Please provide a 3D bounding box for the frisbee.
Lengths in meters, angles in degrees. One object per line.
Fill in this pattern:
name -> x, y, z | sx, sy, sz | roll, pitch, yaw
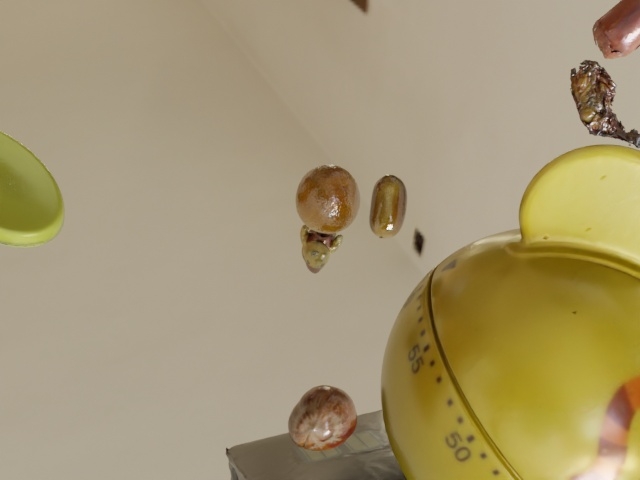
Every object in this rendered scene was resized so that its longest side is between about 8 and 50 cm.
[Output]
frisbee -> -0.456, -0.085, 1.239 | 0.236, 0.017, 0.236 | 36, -154, -21

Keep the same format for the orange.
orange -> 0.008, -0.047, 1.021 | 0.085, 0.085, 0.085 | 4, -142, -3

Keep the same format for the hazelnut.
hazelnut -> 0.003, 0.213, 1.063 | 0.086, 0.086, 0.086 | 4, -142, -3

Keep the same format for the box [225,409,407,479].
box -> 0.060, 0.323, 1.249 | 0.350, 0.091, 0.359 | -10, -172, -16

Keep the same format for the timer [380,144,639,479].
timer -> 0.260, 0.127, 0.892 | 0.376, 0.387, 0.376 | 36, -153, -22

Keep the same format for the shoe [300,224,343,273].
shoe -> -0.002, -0.003, 1.536 | 0.072, 0.069, 0.109 | 35, -116, 7

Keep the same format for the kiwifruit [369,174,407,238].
kiwifruit -> 0.129, -0.063, 1.698 | 0.075, 0.075, 0.124 | 11, -100, 6

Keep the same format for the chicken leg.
chicken leg -> 0.222, -0.104, 0.706 | 0.036, 0.021, 0.083 | -26, -103, 14

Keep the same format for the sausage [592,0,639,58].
sausage -> 0.474, -0.334, 1.340 | 0.076, 0.141, 0.076 | 46, -165, -16
